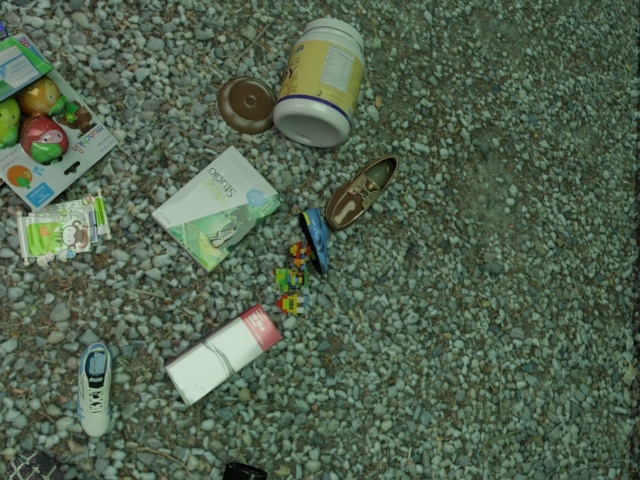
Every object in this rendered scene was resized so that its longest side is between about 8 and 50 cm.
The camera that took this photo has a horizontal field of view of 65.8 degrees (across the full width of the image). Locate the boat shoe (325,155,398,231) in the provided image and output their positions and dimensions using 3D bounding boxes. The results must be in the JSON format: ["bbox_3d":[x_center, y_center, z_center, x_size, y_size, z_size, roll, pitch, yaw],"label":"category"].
[{"bbox_3d":[0.136,-0.165,1.588,0.123,0.116,0.324,41,70,-8],"label":"boat shoe"}]

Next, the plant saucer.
[{"bbox_3d":[-0.223,-0.434,1.560,0.198,0.036,0.198,4,77,-18],"label":"plant saucer"}]

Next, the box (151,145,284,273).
[{"bbox_3d":[-0.296,-0.094,1.456,0.232,0.058,0.322,46,71,-6],"label":"box"}]

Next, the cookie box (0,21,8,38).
[{"bbox_3d":[-0.924,-0.596,1.344,0.092,0.040,0.107,-30,90,-20],"label":"cookie box"}]

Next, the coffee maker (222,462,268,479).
[{"bbox_3d":[-0.212,0.680,1.276,0.120,0.171,0.178,15,73,1],"label":"coffee maker"}]

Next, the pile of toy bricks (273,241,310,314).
[{"bbox_3d":[-0.092,0.107,1.478,0.105,0.118,0.212,3,95,9],"label":"pile of toy bricks"}]

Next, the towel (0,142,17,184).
[{"bbox_3d":[-0.895,-0.202,1.239,0.199,0.031,0.275,44,75,-26],"label":"towel"}]

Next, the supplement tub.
[{"bbox_3d":[0.004,-0.485,1.538,0.241,0.241,0.331,18,74,-15],"label":"supplement tub"}]

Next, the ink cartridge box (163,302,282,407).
[{"bbox_3d":[-0.264,0.297,1.311,0.283,0.207,0.117,-33,90,-22],"label":"ink cartridge box"}]

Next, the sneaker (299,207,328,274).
[{"bbox_3d":[0.000,0.000,1.536,0.082,0.069,0.209,-14,84,-25],"label":"sneaker"}]

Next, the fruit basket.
[{"bbox_3d":[-0.719,-0.305,1.233,0.353,0.165,0.327,51,44,-23],"label":"fruit basket"}]

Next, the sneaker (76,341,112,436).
[{"bbox_3d":[-0.573,0.379,1.255,0.085,0.086,0.237,-1,81,-21],"label":"sneaker"}]

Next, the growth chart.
[{"bbox_3d":[-0.686,-0.031,1.329,0.237,0.021,0.172,-18,87,-21],"label":"growth chart"}]

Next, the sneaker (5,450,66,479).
[{"bbox_3d":[-0.635,0.620,1.177,0.275,0.110,0.107,38,52,9],"label":"sneaker"}]

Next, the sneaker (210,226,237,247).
[{"bbox_3d":[-0.274,-0.017,1.404,0.083,0.032,0.037,-39,95,-22],"label":"sneaker"}]
